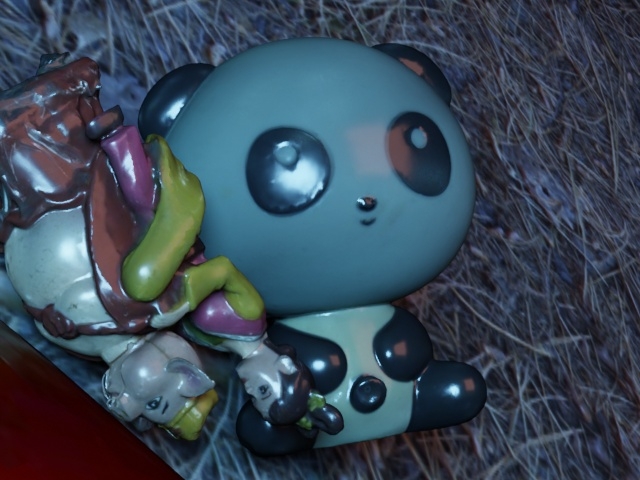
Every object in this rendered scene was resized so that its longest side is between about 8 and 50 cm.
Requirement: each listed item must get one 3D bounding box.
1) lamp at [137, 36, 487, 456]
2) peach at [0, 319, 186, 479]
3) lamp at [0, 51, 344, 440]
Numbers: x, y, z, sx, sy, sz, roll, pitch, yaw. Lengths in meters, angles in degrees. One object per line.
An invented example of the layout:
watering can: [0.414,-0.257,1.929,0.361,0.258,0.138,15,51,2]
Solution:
lamp: [0.000,0.000,1.006,0.197,0.197,0.244,-1,79,-57]
peach: [-0.122,0.186,0.505,0.338,0.281,0.281,60,28,-6]
lamp: [-0.099,0.024,0.889,0.253,0.118,0.118,55,29,-2]
